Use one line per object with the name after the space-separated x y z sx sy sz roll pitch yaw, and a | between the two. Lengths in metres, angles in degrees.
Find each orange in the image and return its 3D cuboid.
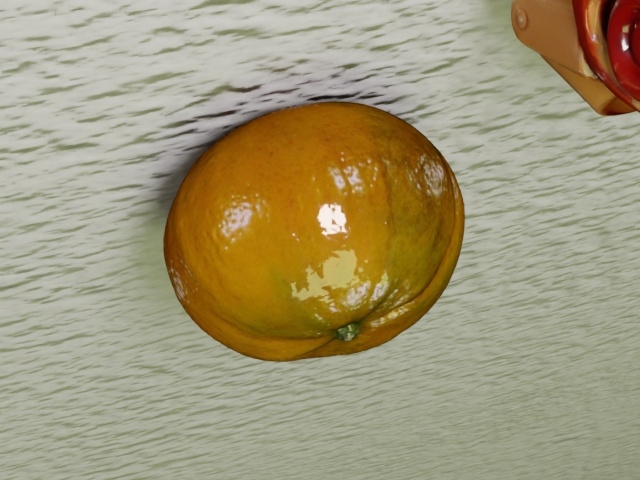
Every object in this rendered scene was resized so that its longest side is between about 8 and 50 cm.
0.000 0.000 1.183 0.240 0.171 0.240 -19 155 -9 | orange

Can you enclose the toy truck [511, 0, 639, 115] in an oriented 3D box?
0.226 -0.198 1.004 0.189 0.239 0.264 -11 112 -22 | toy truck
